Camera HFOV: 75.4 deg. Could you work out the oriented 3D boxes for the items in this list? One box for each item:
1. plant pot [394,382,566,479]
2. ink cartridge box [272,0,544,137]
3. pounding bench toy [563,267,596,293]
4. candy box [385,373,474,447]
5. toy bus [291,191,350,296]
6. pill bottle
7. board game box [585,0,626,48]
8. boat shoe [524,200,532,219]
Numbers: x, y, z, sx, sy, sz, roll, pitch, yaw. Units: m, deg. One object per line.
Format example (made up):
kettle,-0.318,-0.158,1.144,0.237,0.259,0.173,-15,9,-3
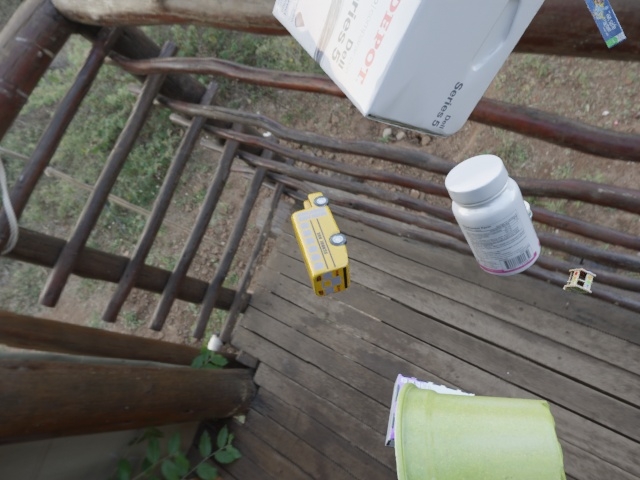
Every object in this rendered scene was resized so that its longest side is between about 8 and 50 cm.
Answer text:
plant pot,0.298,0.392,0.750,0.253,0.276,0.277,-14,68,22
ink cartridge box,0.071,-0.262,0.407,0.199,0.114,0.273,-63,40,34
pounding bench toy,0.784,0.122,1.266,0.052,0.083,0.065,24,79,-3
candy box,0.274,0.445,1.029,0.196,0.070,0.165,13,50,7
toy bus,0.000,0.000,1.238,0.130,0.108,0.333,-16,46,-6
pill bottle,0.427,-0.060,1.030,0.160,0.283,0.160,-26,31,17
board game box,0.613,-0.529,0.917,0.035,0.136,0.201,-26,99,40
boat shoe,0.574,-0.094,1.390,0.116,0.099,0.319,-39,25,-7
